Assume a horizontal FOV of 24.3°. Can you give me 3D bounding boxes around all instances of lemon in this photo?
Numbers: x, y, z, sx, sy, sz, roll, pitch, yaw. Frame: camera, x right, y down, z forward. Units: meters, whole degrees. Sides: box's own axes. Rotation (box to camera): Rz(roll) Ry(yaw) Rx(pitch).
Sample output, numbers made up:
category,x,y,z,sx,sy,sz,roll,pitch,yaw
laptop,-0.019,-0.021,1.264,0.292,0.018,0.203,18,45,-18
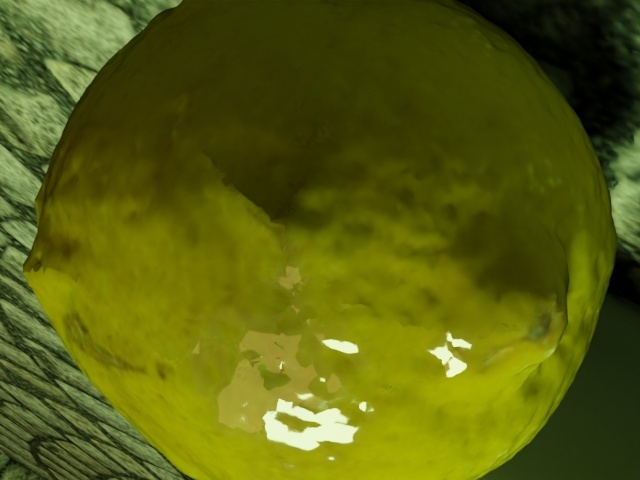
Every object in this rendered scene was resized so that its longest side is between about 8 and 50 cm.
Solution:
category,x,y,z,sx,sy,sz,roll,pitch,yaw
lemon,0.000,0.000,0.643,0.233,0.233,0.288,46,161,-32

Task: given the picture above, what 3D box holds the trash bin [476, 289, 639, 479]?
category,x,y,z,sx,sy,sz,roll,pitch,yaw
trash bin,0.130,0.133,0.784,0.250,0.219,0.220,32,159,24
